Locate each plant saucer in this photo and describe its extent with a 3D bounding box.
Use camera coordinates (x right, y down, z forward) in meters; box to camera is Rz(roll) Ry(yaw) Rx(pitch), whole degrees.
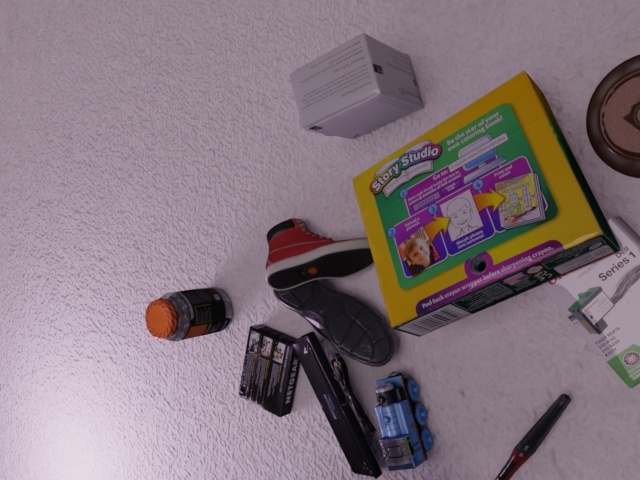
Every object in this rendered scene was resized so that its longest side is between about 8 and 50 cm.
[{"bbox_3d":[0.510,-0.194,0.932,0.199,0.036,0.198,7,101,40],"label":"plant saucer"}]

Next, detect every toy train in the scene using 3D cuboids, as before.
[{"bbox_3d":[0.157,0.351,1.170,0.080,0.105,0.184,-20,81,33],"label":"toy train"}]

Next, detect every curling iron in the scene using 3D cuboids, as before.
[{"bbox_3d":[0.371,0.383,1.065,0.068,0.035,0.273,30,109,26],"label":"curling iron"}]

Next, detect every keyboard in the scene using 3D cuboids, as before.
[{"bbox_3d":[0.045,0.333,1.230,0.317,0.033,0.201,63,155,6],"label":"keyboard"}]

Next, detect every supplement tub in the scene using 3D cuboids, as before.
[{"bbox_3d":[-0.315,0.176,1.439,0.117,0.190,0.116,1,92,35],"label":"supplement tub"}]

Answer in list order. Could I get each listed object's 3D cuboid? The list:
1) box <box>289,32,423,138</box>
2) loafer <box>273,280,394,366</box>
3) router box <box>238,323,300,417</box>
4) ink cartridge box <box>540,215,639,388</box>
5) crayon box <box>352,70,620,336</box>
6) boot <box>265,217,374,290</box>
[{"bbox_3d":[0.070,-0.287,1.159,0.182,0.181,0.118,-19,82,34],"label":"box"},{"bbox_3d":[0.034,0.165,1.274,0.303,0.095,0.109,33,79,25],"label":"loafer"},{"bbox_3d":[-0.117,0.300,1.395,0.133,0.046,0.178,17,101,33],"label":"router box"},{"bbox_3d":[0.476,0.091,0.945,0.160,0.093,0.219,-48,67,26],"label":"ink cartridge box"},{"bbox_3d":[0.252,-0.052,1.018,0.363,0.106,0.312,-30,56,29],"label":"crayon box"},{"bbox_3d":[0.000,0.000,1.282,0.245,0.088,0.176,-13,43,8],"label":"boot"}]
